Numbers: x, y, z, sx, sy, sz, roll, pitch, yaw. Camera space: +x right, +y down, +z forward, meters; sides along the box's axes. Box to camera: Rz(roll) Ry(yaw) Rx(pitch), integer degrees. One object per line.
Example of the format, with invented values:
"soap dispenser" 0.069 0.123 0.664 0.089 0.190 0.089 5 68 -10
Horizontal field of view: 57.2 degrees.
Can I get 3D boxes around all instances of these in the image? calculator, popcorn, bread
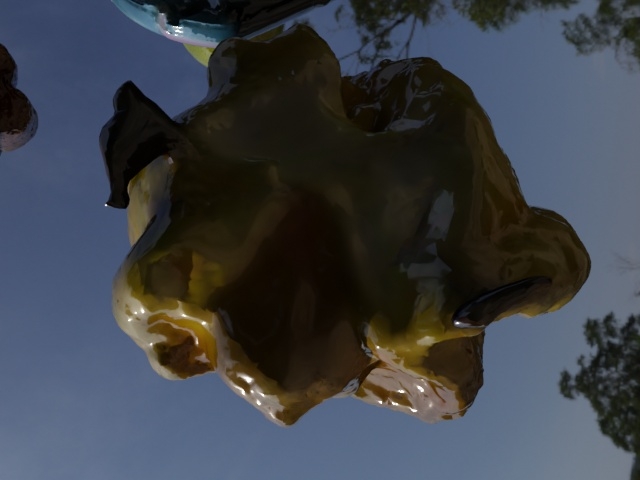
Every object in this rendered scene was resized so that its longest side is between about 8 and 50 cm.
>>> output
"calculator" -0.061 -0.264 0.552 0.293 0.173 0.051 -38 -28 -34
"popcorn" 0.000 0.000 0.435 0.297 0.316 0.281 -36 -14 -9
"bread" -0.575 -0.218 0.891 0.246 0.135 0.232 -33 -72 -32

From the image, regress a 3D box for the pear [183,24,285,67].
"pear" -0.155 -0.359 0.927 0.166 0.180 0.216 -42 -35 9
